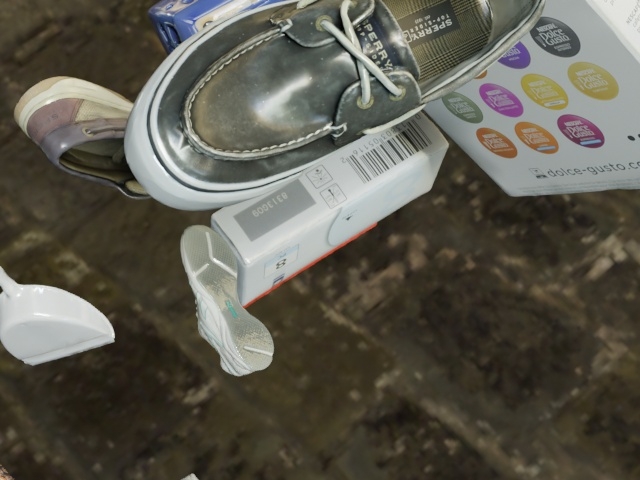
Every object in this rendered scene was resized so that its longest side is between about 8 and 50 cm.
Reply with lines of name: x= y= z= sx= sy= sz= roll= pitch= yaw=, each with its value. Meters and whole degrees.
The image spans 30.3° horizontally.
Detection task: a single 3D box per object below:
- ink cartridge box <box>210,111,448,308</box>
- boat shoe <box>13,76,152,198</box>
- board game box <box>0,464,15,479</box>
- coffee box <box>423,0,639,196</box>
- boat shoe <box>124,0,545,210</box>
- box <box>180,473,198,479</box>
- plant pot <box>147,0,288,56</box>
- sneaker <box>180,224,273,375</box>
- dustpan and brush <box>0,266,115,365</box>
ink cartridge box: x=0.000 y=0.000 z=1.610 sx=0.091 sy=0.308 sz=0.385 roll=52 pitch=162 yaw=18
boat shoe: x=-0.180 y=-0.088 z=1.211 sx=0.285 sy=0.103 sz=0.092 roll=14 pitch=-136 yaw=-50
board game box: x=-0.315 y=0.353 z=1.011 sx=0.291 sy=0.232 sz=0.141 roll=40 pitch=-161 yaw=23
coffee box: x=0.272 y=-0.282 z=1.200 sx=0.334 sy=0.338 sz=0.338 roll=42 pitch=159 yaw=-22
boat shoe: x=0.019 y=-0.130 z=0.807 sx=0.119 sy=0.335 sz=0.121 roll=-17 pitch=104 yaw=58
box: x=-0.130 y=0.374 z=1.211 sx=0.181 sy=0.119 sz=0.182 roll=56 pitch=-173 yaw=-19
plant pot: x=-0.072 y=-0.262 z=1.597 sx=0.236 sy=0.236 sz=0.212 roll=62 pitch=174 yaw=-15
sneaker: x=-0.100 y=0.059 z=1.113 sx=0.061 sy=0.054 sz=0.152 roll=-33 pitch=78 yaw=50
dustpan and brush: x=-0.377 y=0.083 z=1.511 sx=0.211 sy=0.147 sz=0.060 roll=46 pitch=-148 yaw=-54
